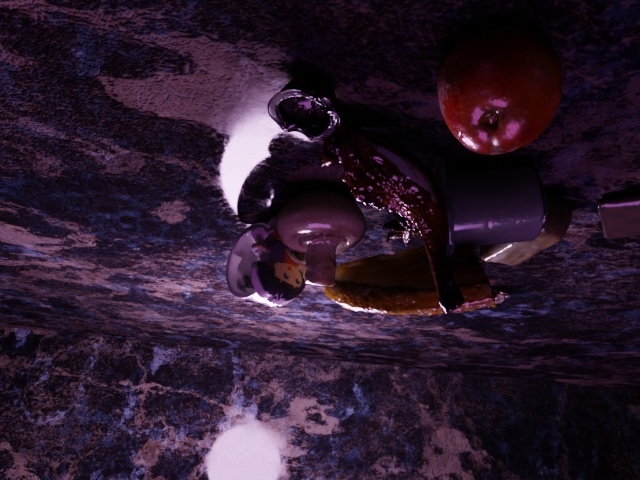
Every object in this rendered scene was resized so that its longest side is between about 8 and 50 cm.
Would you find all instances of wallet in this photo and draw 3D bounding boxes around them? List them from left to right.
[{"bbox_3d":[0.723,-0.062,1.091,0.229,0.049,0.182,-10,152,32],"label":"wallet"}]

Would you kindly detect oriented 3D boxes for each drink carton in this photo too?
[{"bbox_3d":[0.325,-0.059,1.016,0.189,0.191,0.185,-4,153,2],"label":"drink carton"}]

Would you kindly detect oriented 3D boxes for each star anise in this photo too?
[{"bbox_3d":[0.220,-0.030,1.250,0.140,0.042,0.141,2,152,1],"label":"star anise"},{"bbox_3d":[0.533,0.190,1.658,0.129,0.056,0.124,3,156,3],"label":"star anise"}]

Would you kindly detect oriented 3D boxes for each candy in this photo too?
[{"bbox_3d":[0.455,-0.020,1.161,0.104,0.102,0.234,9,157,-10],"label":"candy"}]

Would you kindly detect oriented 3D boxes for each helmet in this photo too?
[{"bbox_3d":[-0.023,-0.224,0.835,0.123,0.071,0.098,23,144,-22],"label":"helmet"}]

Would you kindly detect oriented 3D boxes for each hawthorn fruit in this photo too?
[{"bbox_3d":[0.248,-0.203,0.717,0.172,0.173,0.173,4,156,2],"label":"hawthorn fruit"}]

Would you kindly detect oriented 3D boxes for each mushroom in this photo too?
[{"bbox_3d":[-0.011,-0.014,1.158,0.206,0.209,0.206,29,160,11],"label":"mushroom"}]

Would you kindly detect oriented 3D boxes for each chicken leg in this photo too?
[{"bbox_3d":[0.153,-0.062,0.902,0.407,0.158,0.096,56,155,-2],"label":"chicken leg"}]

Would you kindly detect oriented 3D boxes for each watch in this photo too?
[{"bbox_3d":[-0.148,0.069,1.290,0.231,0.244,0.196,-24,144,36],"label":"watch"}]

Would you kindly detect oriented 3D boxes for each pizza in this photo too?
[{"bbox_3d":[0.262,0.084,1.171,0.406,0.130,0.439,-19,-167,-42],"label":"pizza"}]

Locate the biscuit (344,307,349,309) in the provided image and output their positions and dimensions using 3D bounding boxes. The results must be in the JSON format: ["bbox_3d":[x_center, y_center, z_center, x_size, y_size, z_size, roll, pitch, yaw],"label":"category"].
[{"bbox_3d":[0.158,0.154,1.657,0.276,0.052,0.262,-9,147,29],"label":"biscuit"}]
